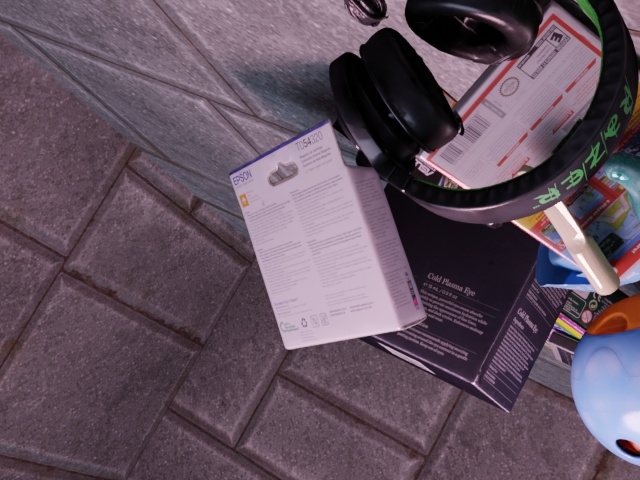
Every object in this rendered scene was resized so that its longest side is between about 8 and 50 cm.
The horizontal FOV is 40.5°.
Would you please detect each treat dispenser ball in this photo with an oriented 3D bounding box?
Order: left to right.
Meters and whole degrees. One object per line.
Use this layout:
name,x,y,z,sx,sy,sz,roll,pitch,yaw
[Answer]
treat dispenser ball,0.556,0.227,1.409,0.288,0.288,0.288,29,171,5

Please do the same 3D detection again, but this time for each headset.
headset,0.120,-0.173,0.834,0.394,0.243,0.185,45,-170,33

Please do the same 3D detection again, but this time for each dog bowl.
dog bowl,0.365,-0.015,1.121,0.074,0.166,0.297,18,171,0

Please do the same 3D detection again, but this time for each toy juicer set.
toy juicer set,0.387,-0.015,0.898,0.329,0.089,0.209,3,136,26

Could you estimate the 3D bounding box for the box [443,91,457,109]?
box,0.163,-0.182,1.221,0.136,0.028,0.081,36,169,-27

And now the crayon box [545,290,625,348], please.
crayon box,0.480,0.138,1.738,0.363,0.106,0.313,33,171,-24

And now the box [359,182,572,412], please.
box,0.228,0.072,1.504,0.343,0.312,0.179,23,170,39

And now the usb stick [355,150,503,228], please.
usb stick,0.188,-0.101,1.431,0.278,0.077,0.045,26,164,24

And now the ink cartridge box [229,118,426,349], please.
ink cartridge box,0.000,0.000,1.405,0.071,0.330,0.324,-16,179,-35

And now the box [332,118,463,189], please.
box,0.128,-0.139,1.308,0.180,0.077,0.147,34,-176,-27

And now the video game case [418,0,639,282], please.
video game case,0.275,-0.089,0.913,0.285,0.204,0.025,33,-154,-17

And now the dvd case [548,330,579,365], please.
dvd case,0.562,0.251,1.675,0.239,0.029,0.179,23,171,25
